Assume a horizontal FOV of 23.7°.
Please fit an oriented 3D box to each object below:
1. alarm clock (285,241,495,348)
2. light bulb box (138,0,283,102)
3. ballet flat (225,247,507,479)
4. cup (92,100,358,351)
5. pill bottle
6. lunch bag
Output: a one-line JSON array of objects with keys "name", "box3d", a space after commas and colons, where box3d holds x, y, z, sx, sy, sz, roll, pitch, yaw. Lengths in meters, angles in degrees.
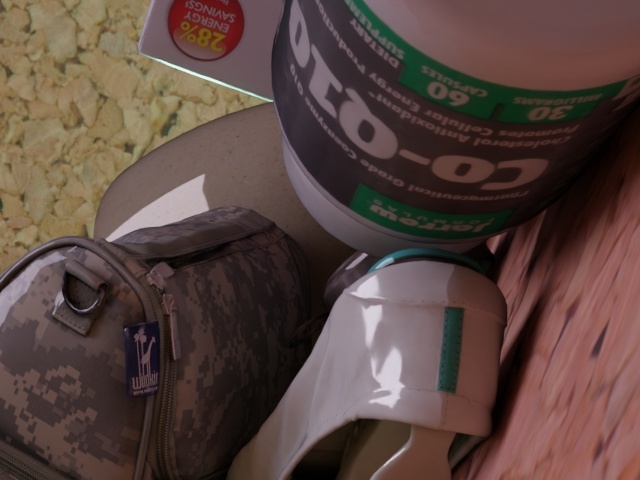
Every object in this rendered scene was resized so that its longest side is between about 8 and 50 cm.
[{"name": "alarm clock", "box3d": [0.049, 0.034, 1.147, 0.192, 0.064, 0.129, -28, -14, -31]}, {"name": "light bulb box", "box3d": [0.028, -0.247, 1.608, 0.361, 0.358, 0.225, -80, 9, -82]}, {"name": "ballet flat", "box3d": [0.019, 0.161, 0.983, 0.400, 0.139, 0.139, 113, 179, -52]}, {"name": "cup", "box3d": [0.000, 0.000, 1.368, 0.237, 0.331, 0.331, -38, 19, 35]}, {"name": "pill bottle", "box3d": [0.079, -0.116, 0.840, 0.361, 0.204, 0.204, 110, -179, -72]}, {"name": "lunch bag", "box3d": [-0.139, 0.102, 1.120, 0.256, 0.213, 0.305, -66, -16, 15]}]
